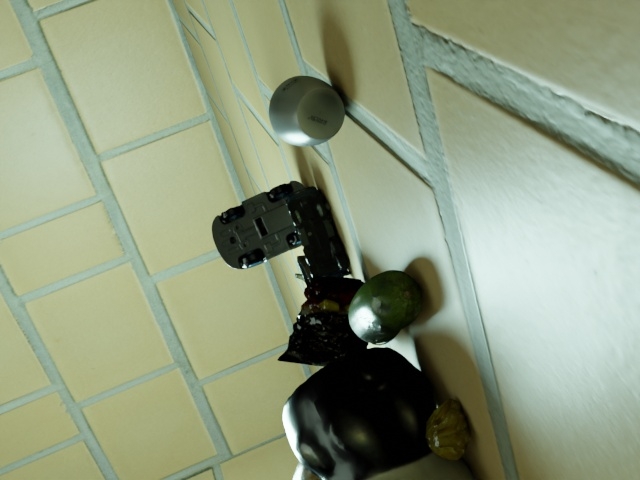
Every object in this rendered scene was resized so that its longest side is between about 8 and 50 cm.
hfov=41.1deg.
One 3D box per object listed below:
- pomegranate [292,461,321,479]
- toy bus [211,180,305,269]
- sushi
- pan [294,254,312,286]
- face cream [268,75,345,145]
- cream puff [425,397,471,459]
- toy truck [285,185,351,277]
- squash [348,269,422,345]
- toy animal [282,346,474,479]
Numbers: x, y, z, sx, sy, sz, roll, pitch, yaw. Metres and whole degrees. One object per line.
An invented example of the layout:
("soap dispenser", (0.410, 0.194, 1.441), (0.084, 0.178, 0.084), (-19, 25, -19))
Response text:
("pomegranate", (0.084, 0.475, 1.613), (0.281, 0.281, 0.281), (158, 90, -83))
("toy bus", (-0.103, -0.025, 1.707), (0.136, 0.210, 0.126), (37, -151, -84))
("sushi", (0.026, 0.138, 1.448), (0.172, 0.153, 0.150), (30, -114, -74))
("pan", (-0.023, 0.074, 1.995), (0.202, 0.048, 0.128), (-127, 17, -57))
("face cream", (-0.016, -0.164, 1.088), (0.095, 0.091, 0.091), (27, 139, 67))
("cream puff", (0.166, 0.254, 1.135), (0.083, 0.058, 0.083), (-165, 54, -80))
("toy truck", (0.000, 0.000, 1.564), (0.088, 0.074, 0.201), (-106, -4, -71))
("squash", (0.084, 0.101, 1.194), (0.331, 0.087, 0.087), (93, 154, -77))
("toy animal", (0.092, 0.333, 1.229), (0.309, 0.251, 0.251), (59, 170, 24))
